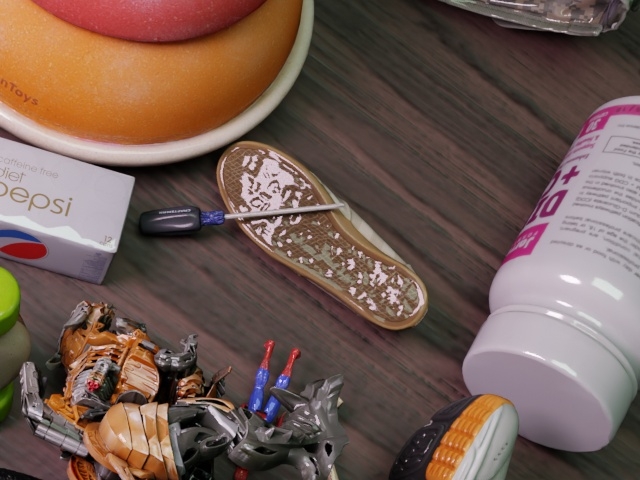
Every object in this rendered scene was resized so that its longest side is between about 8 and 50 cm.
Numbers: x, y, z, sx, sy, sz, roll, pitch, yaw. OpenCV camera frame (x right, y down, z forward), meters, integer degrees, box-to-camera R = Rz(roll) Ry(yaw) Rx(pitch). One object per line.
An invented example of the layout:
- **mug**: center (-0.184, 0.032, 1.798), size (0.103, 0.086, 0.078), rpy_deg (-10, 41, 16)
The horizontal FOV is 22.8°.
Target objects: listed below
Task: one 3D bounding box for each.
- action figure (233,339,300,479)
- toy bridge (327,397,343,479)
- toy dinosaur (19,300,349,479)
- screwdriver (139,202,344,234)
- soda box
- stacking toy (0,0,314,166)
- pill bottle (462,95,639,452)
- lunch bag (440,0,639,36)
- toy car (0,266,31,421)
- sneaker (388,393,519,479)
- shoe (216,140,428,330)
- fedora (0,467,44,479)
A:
- **action figure**: center (-0.047, 0.139, 1.265), size (0.038, 0.030, 0.115), rpy_deg (20, 66, -2)
- **toy bridge**: center (0.050, 0.208, 1.265), size (0.188, 0.026, 0.063), rpy_deg (47, 64, 6)
- **toy dinosaur**: center (-0.109, 0.166, 1.126), size (0.218, 0.164, 0.322), rpy_deg (17, 47, -27)
- **screwdriver**: center (-0.065, -0.020, 1.302), size (0.170, 0.025, 0.024), rpy_deg (-4, 99, 7)
- **soda box**: center (-0.262, -0.037, 1.253), size (0.216, 0.069, 0.074), rpy_deg (17, 62, -11)
- **stacking toy**: center (-0.119, -0.298, 1.185), size (0.351, 0.480, 0.350), rpy_deg (7, 65, -15)
- **pill bottle**: center (0.240, 0.027, 1.334), size (0.160, 0.160, 0.283), rpy_deg (34, 60, -1)
- **lunch bag**: center (0.187, -0.332, 1.480), size (0.287, 0.169, 0.235), rpy_deg (24, 61, -1)
- **toy car**: center (-0.311, 0.037, 1.167), size (0.149, 0.155, 0.188), rpy_deg (-18, 60, -24)
- **sneaker**: center (0.099, 0.246, 1.209), size (0.121, 0.099, 0.262), rpy_deg (28, 86, -19)
- **shoe**: center (0.000, 0.000, 1.335), size (0.219, 0.058, 0.076), rpy_deg (42, 92, 9)
- **fedora**: center (-0.174, 0.289, 1.062), size (0.334, 0.334, 0.152), rpy_deg (33, 96, -1)
